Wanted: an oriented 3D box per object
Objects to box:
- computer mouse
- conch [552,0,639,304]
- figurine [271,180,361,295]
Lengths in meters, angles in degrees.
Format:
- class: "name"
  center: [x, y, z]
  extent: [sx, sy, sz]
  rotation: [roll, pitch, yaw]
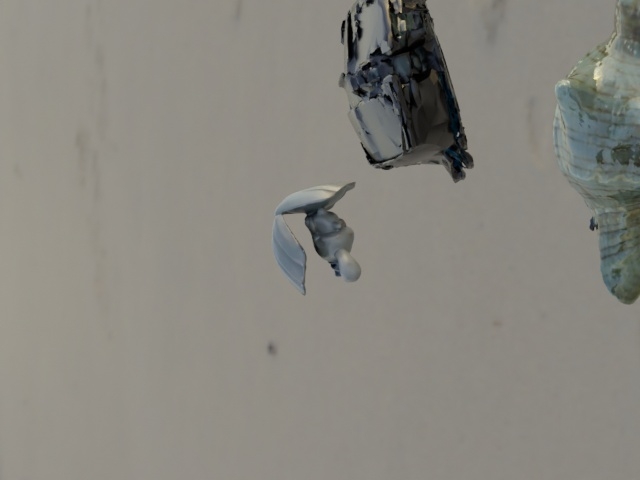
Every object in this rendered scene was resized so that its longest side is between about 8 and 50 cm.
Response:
- class: "computer mouse"
  center: [0.052, -0.104, 1.035]
  extent: [0.241, 0.077, 0.146]
  rotation: [12, -118, -83]
- class: "conch"
  center: [0.304, -0.116, 1.361]
  extent: [0.169, 0.203, 0.386]
  rotation: [-96, 16, -78]
- class: "figurine"
  center: [0.000, 0.000, 1.285]
  extent: [0.094, 0.082, 0.086]
  rotation: [91, 164, -84]
